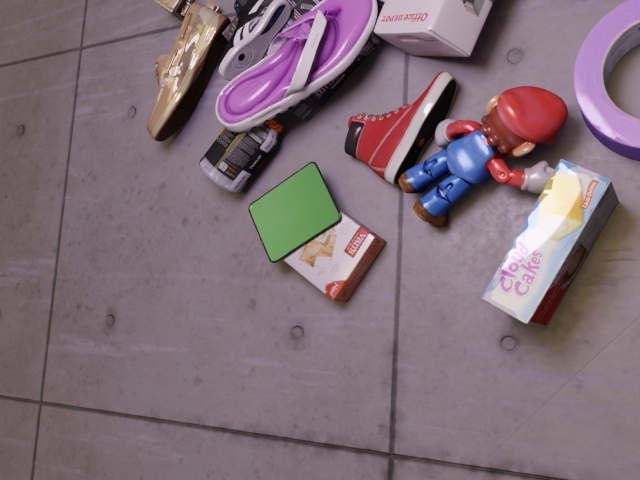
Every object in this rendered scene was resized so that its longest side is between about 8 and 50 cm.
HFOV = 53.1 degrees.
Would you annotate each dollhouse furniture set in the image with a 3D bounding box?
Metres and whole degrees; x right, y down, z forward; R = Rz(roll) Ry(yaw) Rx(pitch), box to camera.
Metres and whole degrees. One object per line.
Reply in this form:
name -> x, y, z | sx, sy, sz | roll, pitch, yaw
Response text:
dollhouse furniture set -> -0.294, -0.628, 1.616 | 0.161, 0.101, 0.182 | 34, 98, 3

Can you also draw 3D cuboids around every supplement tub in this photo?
supplement tub -> -0.175, -0.211, 1.447 | 0.190, 0.117, 0.117 | -50, 63, 12

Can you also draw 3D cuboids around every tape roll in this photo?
tape roll -> 0.575, -0.274, 1.073 | 0.275, 0.090, 0.274 | -5, 80, 28

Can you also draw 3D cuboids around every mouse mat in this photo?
mouse mat -> -0.058, -0.059, 1.345 | 0.190, 0.007, 0.152 | -33, 66, 21

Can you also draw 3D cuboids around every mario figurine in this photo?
mario figurine -> 0.317, -0.155, 1.197 | 0.320, 0.170, 0.198 | -36, 103, 29

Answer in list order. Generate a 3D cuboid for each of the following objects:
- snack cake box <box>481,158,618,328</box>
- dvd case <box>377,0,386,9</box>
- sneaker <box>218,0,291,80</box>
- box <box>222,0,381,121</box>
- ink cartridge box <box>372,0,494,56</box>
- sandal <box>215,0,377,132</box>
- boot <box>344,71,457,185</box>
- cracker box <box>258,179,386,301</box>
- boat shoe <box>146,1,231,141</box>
snack cake box -> 0.393, 0.013, 1.085 | 0.089, 0.152, 0.264 | 31, 96, 29
dvd case -> 0.129, -0.602, 1.367 | 0.165, 0.018, 0.221 | 29, 79, 22
sneaker -> -0.170, -0.465, 1.430 | 0.217, 0.079, 0.121 | -48, 59, 5
box -> -0.051, -0.459, 1.446 | 0.242, 0.076, 0.307 | -46, 64, 14
ink cartridge box -> 0.242, -0.501, 1.233 | 0.198, 0.115, 0.272 | 30, 98, 59
sandal -> -0.056, -0.375, 1.311 | 0.416, 0.102, 0.169 | -41, 63, 10
boot -> 0.151, -0.257, 1.300 | 0.176, 0.088, 0.244 | 39, 104, 29
cracker box -> 0.000, 0.000, 1.345 | 0.232, 0.067, 0.155 | 37, 99, 27
boat shoe -> -0.339, -0.404, 1.549 | 0.110, 0.121, 0.341 | 29, 92, 3
